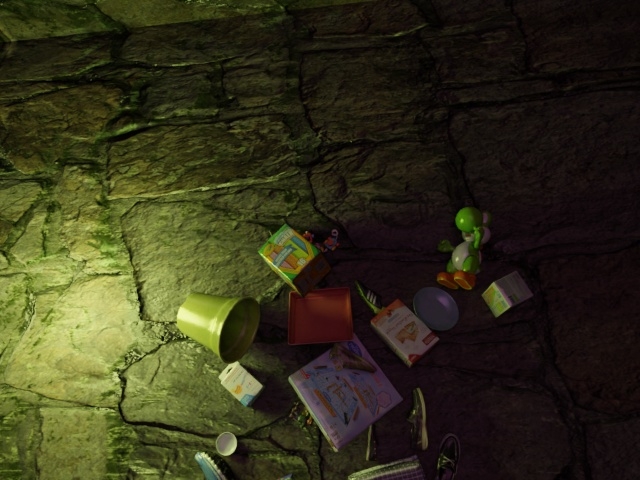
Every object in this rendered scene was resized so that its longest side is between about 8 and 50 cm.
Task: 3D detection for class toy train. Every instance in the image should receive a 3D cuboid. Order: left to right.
[{"bbox_3d":[0.000,0.000,2.023,0.167,0.046,0.125,-11,70,2],"label":"toy train"}]

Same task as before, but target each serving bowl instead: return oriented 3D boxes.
[{"bbox_3d":[-0.365,0.794,1.783,0.084,0.027,0.083,-2,71,5],"label":"serving bowl"}]

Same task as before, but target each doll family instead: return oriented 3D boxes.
[{"bbox_3d":[-0.033,0.639,1.782,0.112,0.076,0.192,18,70,17],"label":"doll family"}]

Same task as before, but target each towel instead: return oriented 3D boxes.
[{"bbox_3d":[0.260,0.925,1.621,0.284,0.121,0.234,-16,70,0],"label":"towel"}]

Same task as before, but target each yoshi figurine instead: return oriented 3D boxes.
[{"bbox_3d":[0.594,0.009,1.885,0.204,0.203,0.362,20,70,19],"label":"yoshi figurine"}]

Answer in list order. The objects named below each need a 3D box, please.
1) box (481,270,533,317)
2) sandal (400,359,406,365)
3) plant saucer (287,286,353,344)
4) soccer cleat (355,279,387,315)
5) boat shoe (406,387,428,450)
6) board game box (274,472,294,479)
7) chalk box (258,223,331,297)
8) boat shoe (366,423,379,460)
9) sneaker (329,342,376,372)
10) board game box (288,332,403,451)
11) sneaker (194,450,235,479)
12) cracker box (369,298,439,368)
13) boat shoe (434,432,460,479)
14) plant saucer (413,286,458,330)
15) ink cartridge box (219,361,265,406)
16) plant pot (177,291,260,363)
[{"bbox_3d":[0.726,0.215,1.786,0.103,0.203,0.114,-26,68,-4],"label":"box"},{"bbox_3d":[0.342,0.419,1.845,0.067,0.040,0.179,-4,55,-1],"label":"sandal"},{"bbox_3d":[0.000,0.316,1.871,0.259,0.047,0.258,-5,48,3],"label":"plant saucer"},{"bbox_3d":[0.211,0.235,1.915,0.072,0.060,0.178,-31,76,-16],"label":"soccer cleat"},{"bbox_3d":[0.361,0.675,1.723,0.074,0.080,0.223,-3,74,-1],"label":"boat shoe"},{"bbox_3d":[-0.151,1.020,1.551,0.234,0.078,0.346,-21,74,-4],"label":"board game box"},{"bbox_3d":[-0.129,0.066,1.930,0.289,0.180,0.179,37,78,31],"label":"chalk box"},{"bbox_3d":[0.199,0.764,1.726,0.042,0.049,0.132,5,73,2],"label":"boat shoe"},{"bbox_3d":[0.122,0.469,1.752,0.189,0.066,0.071,29,77,15],"label":"sneaker"},{"bbox_3d":[0.095,0.574,1.754,0.318,0.066,0.318,-29,69,-21],"label":"board game box"},{"bbox_3d":[-0.382,0.933,1.682,0.147,0.129,0.330,-35,71,-10],"label":"sneaker"},{"bbox_3d":[0.331,0.367,1.814,0.156,0.067,0.232,-35,63,-21],"label":"cracker box"},{"bbox_3d":[0.467,0.820,1.664,0.078,0.070,0.219,13,72,10],"label":"boat shoe"},{"bbox_3d":[0.465,0.283,1.856,0.195,0.037,0.194,7,54,-9],"label":"plant saucer"},{"bbox_3d":[-0.324,0.571,1.841,0.181,0.061,0.104,37,77,17],"label":"ink cartridge box"},{"bbox_3d":[-0.428,0.329,1.855,0.254,0.276,0.275,13,72,23],"label":"plant pot"}]
